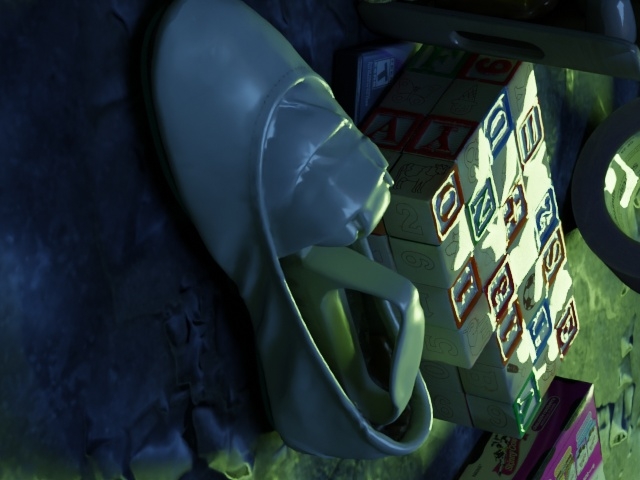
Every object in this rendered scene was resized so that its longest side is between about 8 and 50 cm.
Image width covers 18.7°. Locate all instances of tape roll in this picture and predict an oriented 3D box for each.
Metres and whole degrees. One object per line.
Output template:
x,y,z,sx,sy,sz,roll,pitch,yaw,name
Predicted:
0.334,-0.041,1.810,0.080,0.189,0.189,35,69,-58,tape roll

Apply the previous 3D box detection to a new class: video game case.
0.084,-0.067,1.530,0.274,0.026,0.196,-20,117,-56,video game case

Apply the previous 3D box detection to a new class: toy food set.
0.190,-0.241,1.452,0.306,0.220,0.092,-53,143,-37,toy food set

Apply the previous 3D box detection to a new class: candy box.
0.204,0.260,1.808,0.159,0.071,0.233,-51,140,-41,candy box

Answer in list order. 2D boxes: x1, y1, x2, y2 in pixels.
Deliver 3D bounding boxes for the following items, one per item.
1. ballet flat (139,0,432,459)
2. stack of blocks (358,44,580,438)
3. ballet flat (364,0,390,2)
0.000,0.000,1.297,0.139,0.139,0.400,-55,143,-36,ballet flat
0.109,0.016,1.487,0.171,0.087,0.297,-55,144,-35,stack of blocks
0.169,-0.312,1.333,0.483,0.182,0.164,-26,142,-25,ballet flat
